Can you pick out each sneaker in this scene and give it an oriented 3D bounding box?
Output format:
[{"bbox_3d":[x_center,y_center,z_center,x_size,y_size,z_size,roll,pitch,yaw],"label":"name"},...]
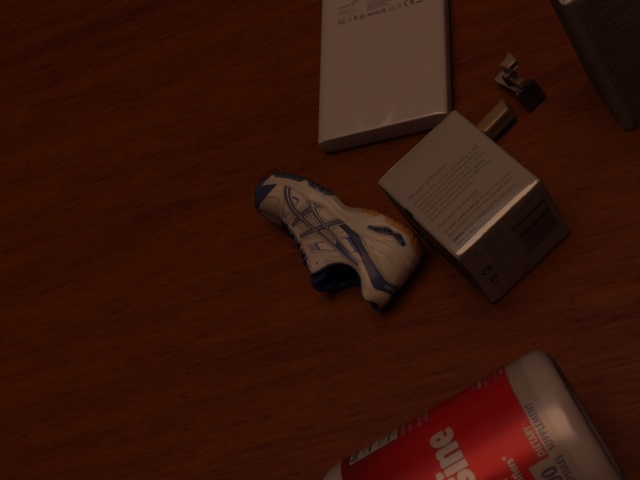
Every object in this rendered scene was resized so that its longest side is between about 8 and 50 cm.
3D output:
[{"bbox_3d":[0.000,0.000,1.933,0.296,0.112,0.131,23,75,36],"label":"sneaker"}]

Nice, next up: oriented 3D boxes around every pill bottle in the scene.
[{"bbox_3d":[0.148,0.323,1.594,0.408,0.229,0.229,-32,53,8],"label":"pill bottle"}]

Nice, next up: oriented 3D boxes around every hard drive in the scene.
[{"bbox_3d":[0.100,-0.298,2.097,0.210,0.040,0.318,-12,58,22],"label":"hard drive"}]

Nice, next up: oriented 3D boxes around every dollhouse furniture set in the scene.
[{"bbox_3d":[0.247,-0.212,1.956,0.114,0.091,0.081,-46,37,0],"label":"dollhouse furniture set"}]

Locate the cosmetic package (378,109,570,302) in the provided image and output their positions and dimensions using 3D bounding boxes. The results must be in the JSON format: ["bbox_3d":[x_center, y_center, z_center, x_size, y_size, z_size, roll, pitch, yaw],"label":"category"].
[{"bbox_3d":[0.209,-0.046,1.825,0.151,0.151,0.183,-44,51,-1],"label":"cosmetic package"}]

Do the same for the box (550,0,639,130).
[{"bbox_3d":[0.398,-0.296,1.770,0.148,0.311,0.121,-31,53,8],"label":"box"}]
